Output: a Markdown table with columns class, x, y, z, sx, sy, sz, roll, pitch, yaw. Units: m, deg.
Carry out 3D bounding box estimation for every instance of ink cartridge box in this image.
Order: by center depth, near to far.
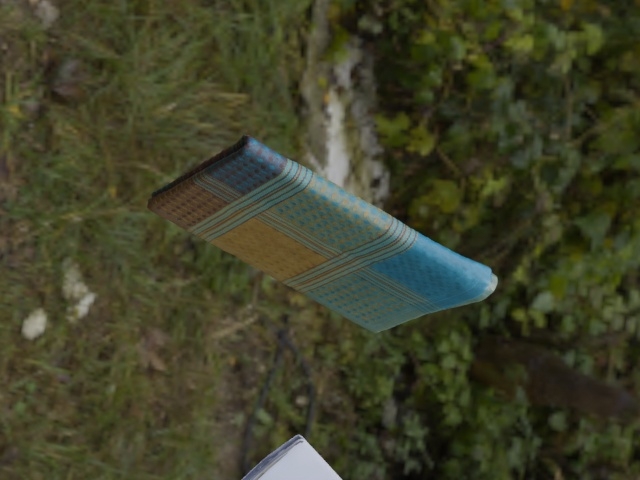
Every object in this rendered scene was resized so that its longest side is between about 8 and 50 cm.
| class | x | y | z | sx | sy | sz | roll | pitch | yaw |
| --- | --- | --- | --- | --- | --- | --- | --- | --- | --- |
| ink cartridge box | -0.001 | 0.279 | 1.084 | 0.092 | 0.158 | 0.218 | -40 | 163 | -15 |

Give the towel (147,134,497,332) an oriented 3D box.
| class | x | y | z | sx | sy | sz | roll | pitch | yaw |
| --- | --- | --- | --- | --- | --- | --- | --- | --- | --- |
| towel | 0.000 | 0.000 | 1.510 | 0.370 | 0.271 | 0.040 | 30 | 62 | -24 |
